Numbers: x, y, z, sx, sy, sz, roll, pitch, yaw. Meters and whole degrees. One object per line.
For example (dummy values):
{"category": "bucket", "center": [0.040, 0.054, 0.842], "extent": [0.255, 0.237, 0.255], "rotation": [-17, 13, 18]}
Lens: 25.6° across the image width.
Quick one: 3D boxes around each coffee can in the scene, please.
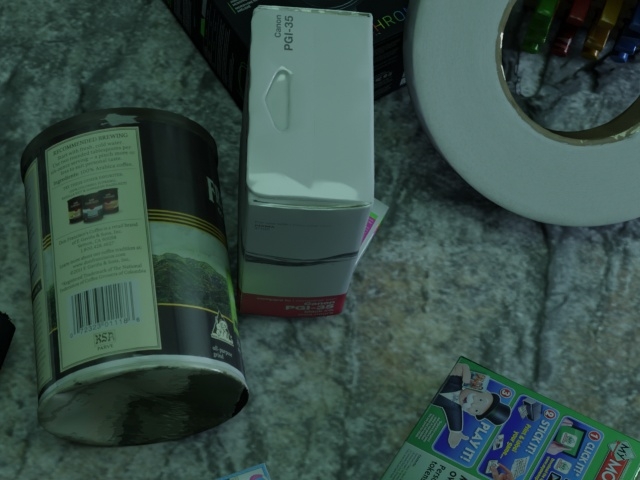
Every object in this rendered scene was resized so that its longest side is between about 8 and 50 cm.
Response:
{"category": "coffee can", "center": [-0.186, 0.038, 1.383], "extent": [0.201, 0.201, 0.275], "rotation": [-5, 63, -9]}

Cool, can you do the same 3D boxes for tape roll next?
{"category": "tape roll", "center": [0.284, -0.208, 1.515], "extent": [0.392, 0.072, 0.392], "rotation": [-2, 102, -7]}

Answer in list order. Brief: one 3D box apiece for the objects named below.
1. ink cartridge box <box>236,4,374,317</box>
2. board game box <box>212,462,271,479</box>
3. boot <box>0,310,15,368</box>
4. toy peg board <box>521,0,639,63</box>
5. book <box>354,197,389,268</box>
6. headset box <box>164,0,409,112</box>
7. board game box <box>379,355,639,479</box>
{"category": "ink cartridge box", "center": [-0.020, -0.068, 1.378], "extent": [0.117, 0.283, 0.207], "rotation": [3, 67, -5]}
{"category": "board game box", "center": [-0.076, 0.303, 1.353], "extent": [0.103, 0.026, 0.154], "rotation": [-16, 65, -15]}
{"category": "boot", "center": [-0.434, 0.139, 1.358], "extent": [0.246, 0.094, 0.207], "rotation": [11, 65, -8]}
{"category": "toy peg board", "center": [0.311, -0.254, 1.631], "extent": [0.160, 0.161, 0.079], "rotation": [22, 79, 4]}
{"category": "book", "center": [0.000, 0.000, 1.521], "extent": [0.096, 0.035, 0.144], "rotation": [29, 64, 8]}
{"category": "headset box", "center": [-0.024, -0.287, 1.614], "extent": [0.246, 0.131, 0.283], "rotation": [-26, 68, -20]}
{"category": "board game box", "center": [0.157, 0.269, 1.333], "extent": [0.213, 0.046, 0.317], "rotation": [26, 49, 16]}
